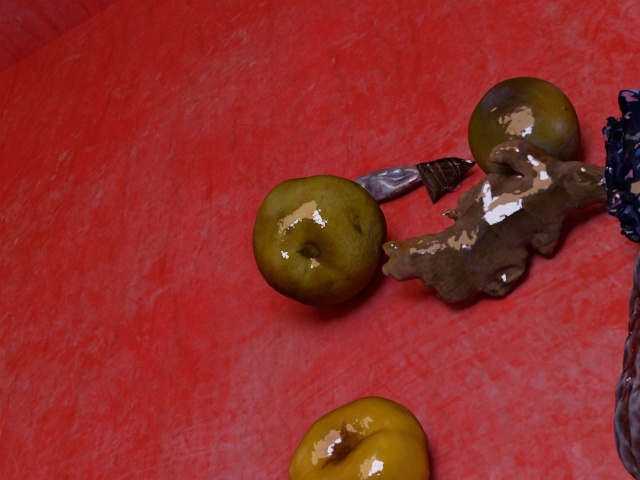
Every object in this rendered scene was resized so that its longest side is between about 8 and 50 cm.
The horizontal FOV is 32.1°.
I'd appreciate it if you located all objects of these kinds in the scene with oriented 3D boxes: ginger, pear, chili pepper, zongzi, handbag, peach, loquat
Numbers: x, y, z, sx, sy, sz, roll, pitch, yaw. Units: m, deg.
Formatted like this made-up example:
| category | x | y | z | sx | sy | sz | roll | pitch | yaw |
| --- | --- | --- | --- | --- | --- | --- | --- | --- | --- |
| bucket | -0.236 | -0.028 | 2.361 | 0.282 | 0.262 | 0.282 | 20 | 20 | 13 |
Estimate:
| category | x | y | z | sx | sy | sz | roll | pitch | yaw |
| --- | --- | --- | --- | --- | --- | --- | --- | --- | --- |
| ginger | 0.231 | -0.025 | 1.433 | 0.333 | 0.166 | 0.080 | -35 | -7 | 15 |
| pear | 0.000 | 0.000 | 1.570 | 0.200 | 0.200 | 0.200 | -25 | 35 | 19 |
| chili pepper | 0.102 | -0.087 | 1.715 | 0.153 | 0.041 | 0.050 | -14 | 82 | 32 |
| zongzi | 0.193 | -0.104 | 1.639 | 0.073 | 0.067 | 0.083 | -7 | 27 | 49 |
| handbag | 0.420 | -0.086 | 1.320 | 0.162 | 0.113 | 0.260 | 8 | 45 | 4 |
| peach | 0.046 | 0.264 | 1.287 | 0.179 | 0.103 | 0.179 | -24 | 33 | 17 |
| loquat | 0.278 | -0.152 | 1.535 | 0.152 | 0.152 | 0.195 | -30 | 42 | 12 |

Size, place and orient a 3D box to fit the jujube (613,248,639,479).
| category | x | y | z | sx | sy | sz | roll | pitch | yaw |
| --- | --- | --- | --- | --- | --- | --- | --- | --- | --- |
| jujube | 0.386 | 0.106 | 1.045 | 0.226 | 0.226 | 0.317 | -12 | 38 | 34 |
